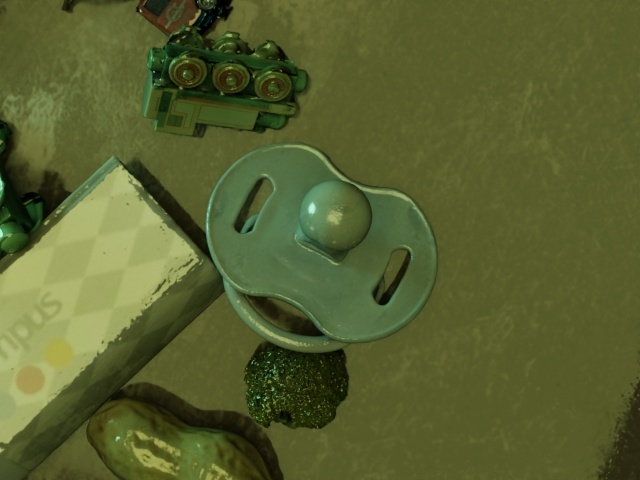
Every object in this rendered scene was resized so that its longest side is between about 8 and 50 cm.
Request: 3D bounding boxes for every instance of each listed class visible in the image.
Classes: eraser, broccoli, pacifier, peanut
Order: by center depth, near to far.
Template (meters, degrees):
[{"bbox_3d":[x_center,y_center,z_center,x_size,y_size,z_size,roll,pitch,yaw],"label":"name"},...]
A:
[{"bbox_3d":[0.000,0.000,1.669,0.287,0.226,0.238,30,72,4],"label":"pacifier"},{"bbox_3d":[-0.320,0.110,1.730,0.397,0.082,0.213,-43,92,-5],"label":"eraser"},{"bbox_3d":[-0.029,0.177,1.743,0.130,0.131,0.120,0,132,-11],"label":"broccoli"},{"bbox_3d":[-0.162,0.268,1.746,0.257,0.123,0.123,29,93,1],"label":"peanut"}]

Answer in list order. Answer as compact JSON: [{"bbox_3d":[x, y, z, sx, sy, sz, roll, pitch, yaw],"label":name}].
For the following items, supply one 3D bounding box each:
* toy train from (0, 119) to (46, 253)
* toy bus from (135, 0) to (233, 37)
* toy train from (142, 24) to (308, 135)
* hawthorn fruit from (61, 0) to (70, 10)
[{"bbox_3d":[-0.433,-0.062,1.712,0.159,0.101,0.248,-36,58,8],"label":"toy train"},{"bbox_3d":[-0.125,-0.347,1.736,0.096,0.073,0.235,33,94,7],"label":"toy bus"},{"bbox_3d":[-0.116,-0.183,1.721,0.194,0.081,0.125,8,131,-15],"label":"toy train"},{"bbox_3d":[-0.297,-0.387,1.682,0.242,0.242,0.271,13,123,1],"label":"hawthorn fruit"}]
